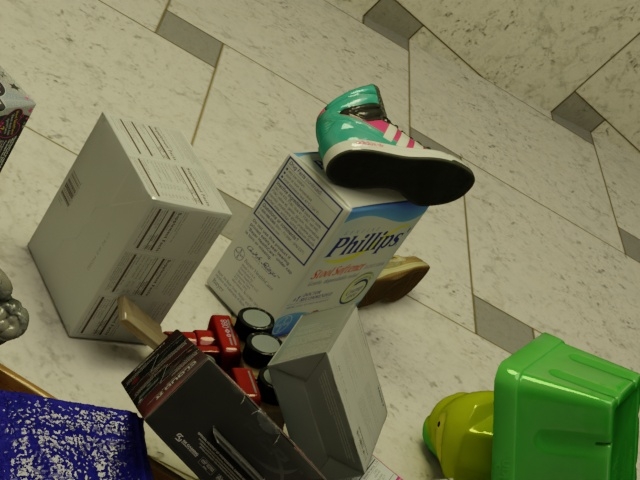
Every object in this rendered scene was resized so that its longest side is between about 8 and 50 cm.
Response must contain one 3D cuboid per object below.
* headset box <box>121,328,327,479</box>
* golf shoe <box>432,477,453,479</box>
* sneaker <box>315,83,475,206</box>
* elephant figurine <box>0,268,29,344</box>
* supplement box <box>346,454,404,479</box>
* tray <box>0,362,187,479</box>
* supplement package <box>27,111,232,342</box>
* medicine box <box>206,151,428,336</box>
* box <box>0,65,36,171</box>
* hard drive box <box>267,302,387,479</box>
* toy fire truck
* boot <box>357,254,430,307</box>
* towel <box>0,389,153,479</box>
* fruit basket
[{"bbox_3d":[-0.122,0.237,1.707,0.218,0.110,0.293,48,-8,-13],"label":"headset box"},{"bbox_3d":[0.160,0.380,2.029,0.176,0.069,0.086,20,58,33],"label":"golf shoe"},{"bbox_3d":[0.106,-0.159,2.226,0.295,0.124,0.178,12,44,-37],"label":"sneaker"},{"bbox_3d":[-0.492,0.113,1.695,0.169,0.239,0.186,27,-31,52],"label":"elephant figurine"},{"bbox_3d":[0.093,0.408,1.923,0.220,0.111,0.114,39,26,8],"label":"supplement box"},{"bbox_3d":[-0.273,0.325,1.671,0.410,0.076,0.203,32,26,-4],"label":"tray"},{"bbox_3d":[-0.282,-0.016,2.014,0.145,0.262,0.204,10,35,-41],"label":"supplement package"},{"bbox_3d":[0.000,0.000,2.293,0.149,0.289,0.263,46,28,21],"label":"medicine box"},{"bbox_3d":[-0.582,-0.224,2.118,0.247,0.163,0.142,44,29,17],"label":"box"},{"bbox_3d":[0.015,0.210,1.929,0.232,0.089,0.181,-49,124,-73],"label":"hard drive box"},{"bbox_3d":[-0.174,0.178,1.981,0.246,0.159,0.217,4,33,-20],"label":"toy fire truck"},{"bbox_3d":[0.071,0.024,2.571,0.203,0.095,0.262,46,32,23],"label":"boot"},{"bbox_3d":[-0.271,0.295,1.552,0.227,0.076,0.308,19,31,-32],"label":"towel"},{"bbox_3d":[0.291,0.330,2.110,0.392,0.392,0.283,43,26,15],"label":"fruit basket"}]
